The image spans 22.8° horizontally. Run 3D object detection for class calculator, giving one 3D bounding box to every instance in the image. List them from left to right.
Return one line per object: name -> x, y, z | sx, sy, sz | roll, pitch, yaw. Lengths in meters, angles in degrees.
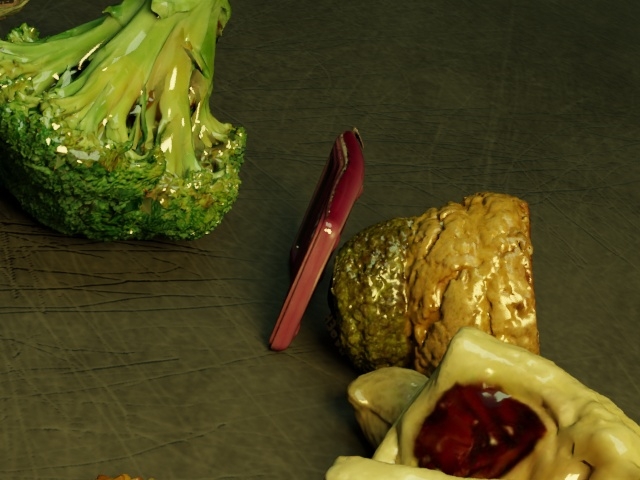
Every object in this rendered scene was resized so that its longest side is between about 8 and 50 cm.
calculator -> 0.000, 0.000, 1.264 | 0.034, 0.127, 0.190 | 22, 28, -4

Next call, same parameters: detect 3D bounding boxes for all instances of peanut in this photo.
peanut -> 0.097, 0.141, 1.114 | 0.174, 0.080, 0.080 | 25, 28, 20

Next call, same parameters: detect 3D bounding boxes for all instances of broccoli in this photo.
broccoli -> -0.156, -0.124, 1.251 | 0.254, 0.269, 0.269 | 27, 25, -14

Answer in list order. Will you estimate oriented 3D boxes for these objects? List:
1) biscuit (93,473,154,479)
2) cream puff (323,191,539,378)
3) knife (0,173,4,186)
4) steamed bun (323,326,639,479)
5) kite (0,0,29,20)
biscuit -> -0.058, 0.205, 0.954 | 0.206, 0.025, 0.126 | 20, 27, 6
cream puff -> 0.081, 0.052, 1.207 | 0.169, 0.183, 0.183 | -5, 27, 7
knife -> -0.272, -0.055, 1.319 | 0.044, 0.026, 0.296 | 30, 27, 18
steamed bun -> 0.140, 0.207, 0.874 | 0.247, 0.189, 0.428 | -42, 49, -9
kite -> -0.351, -0.154, 1.282 | 0.267, 0.013, 0.323 | -19, 0, -3
